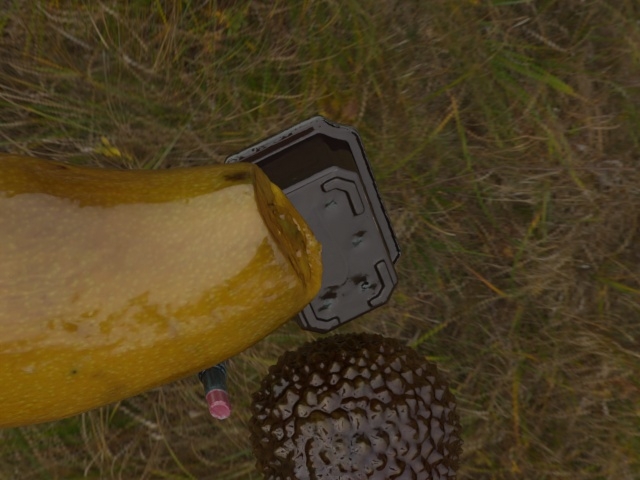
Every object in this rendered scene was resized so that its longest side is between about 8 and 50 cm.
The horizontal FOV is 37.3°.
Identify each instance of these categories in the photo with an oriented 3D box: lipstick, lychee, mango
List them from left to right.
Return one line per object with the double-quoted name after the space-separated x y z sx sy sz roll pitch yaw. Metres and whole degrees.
-0.174 0.030 0.558 0.359 0.187 0.144 -2 55 -15 "mango"
-0.155 0.199 1.397 0.053 0.234 0.053 -4 109 -13 "lipstick"
0.039 0.238 1.148 0.268 0.267 0.267 -1 93 -11 "lychee"

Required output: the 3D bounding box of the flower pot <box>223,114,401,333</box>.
0.000 0.000 1.048 0.179 0.084 0.251 -26 124 -5 "flower pot"
